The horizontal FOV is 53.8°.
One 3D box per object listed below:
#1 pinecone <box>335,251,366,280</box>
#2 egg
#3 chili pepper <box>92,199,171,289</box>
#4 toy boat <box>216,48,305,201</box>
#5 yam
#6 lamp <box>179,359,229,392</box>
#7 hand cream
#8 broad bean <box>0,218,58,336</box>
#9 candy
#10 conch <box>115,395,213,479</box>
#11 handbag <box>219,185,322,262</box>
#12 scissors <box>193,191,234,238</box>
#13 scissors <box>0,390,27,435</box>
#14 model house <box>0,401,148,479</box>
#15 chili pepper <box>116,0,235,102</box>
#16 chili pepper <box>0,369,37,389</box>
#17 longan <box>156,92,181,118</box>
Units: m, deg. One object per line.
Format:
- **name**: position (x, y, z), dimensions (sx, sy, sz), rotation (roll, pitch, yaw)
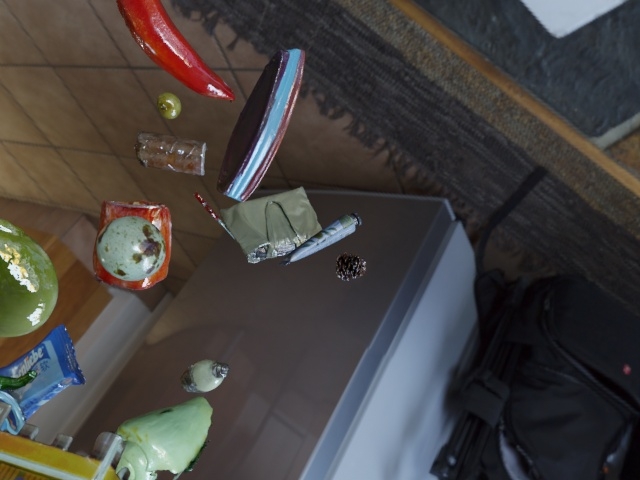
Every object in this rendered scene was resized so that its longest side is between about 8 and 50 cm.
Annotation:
- **pinecone**: position (0.080, 0.068, 1.658), dimensions (0.077, 0.077, 0.083), rotation (48, 151, -24)
- **egg**: position (-0.504, 0.019, 1.660), dimensions (0.231, 0.169, 0.169), rotation (11, 145, 50)
- **chili pepper**: position (-0.636, -0.013, 2.146), dimensions (0.251, 0.229, 0.305), rotation (17, 110, 14)
- **toy boat**: position (-0.145, -0.281, 1.510), dimensions (0.136, 0.392, 0.079), rotation (34, -164, 29)
- **yam**: position (-0.313, -0.184, 1.330), dimensions (0.141, 0.079, 0.079), rotation (8, 148, -3)
- **lamp**: position (-0.370, 0.428, 1.983), dimensions (0.101, 0.101, 0.250), rotation (43, 136, -18)
- **hand cream**: position (0.000, 0.000, 1.826), dimensions (0.058, 0.271, 0.091), rotation (61, 164, -10)
- **broad bean**: position (-0.737, 0.086, 1.442), dimensions (0.291, 0.238, 0.119), rotation (66, 166, -14)
- **candy**: position (-0.787, 0.384, 1.751), dimensions (0.331, 0.077, 0.187), rotation (-34, 77, 19)
- **conch**: position (-0.315, 0.419, 1.308), dimensions (0.143, 0.250, 0.137), rotation (-12, 86, 49)
- **handbag**: position (-0.162, -0.059, 2.171), dimensions (0.109, 0.316, 0.253), rotation (99, 151, -52)
- **scissors**: position (-0.339, -0.061, 2.154), dimensions (0.144, 0.017, 0.248), rotation (44, 173, 47)
- **scissors**: position (-0.730, 0.538, 1.570), dimensions (0.032, 0.180, 0.393), rotation (-19, 122, 11)
- **model house**: position (-0.354, 0.347, 0.774), dimensions (0.224, 0.215, 0.198), rotation (13, 140, 11)
- **chili pepper**: position (-0.315, -0.417, 1.250), dimensions (0.092, 0.137, 0.368), rotation (-26, 98, 32)
- **chili pepper**: position (-0.648, 0.301, 1.343), dimensions (0.118, 0.035, 0.055), rotation (-9, 145, 16)
- **longan**: position (-0.432, -0.380, 1.784), dimensions (0.075, 0.083, 0.075), rotation (4, 112, 10)
